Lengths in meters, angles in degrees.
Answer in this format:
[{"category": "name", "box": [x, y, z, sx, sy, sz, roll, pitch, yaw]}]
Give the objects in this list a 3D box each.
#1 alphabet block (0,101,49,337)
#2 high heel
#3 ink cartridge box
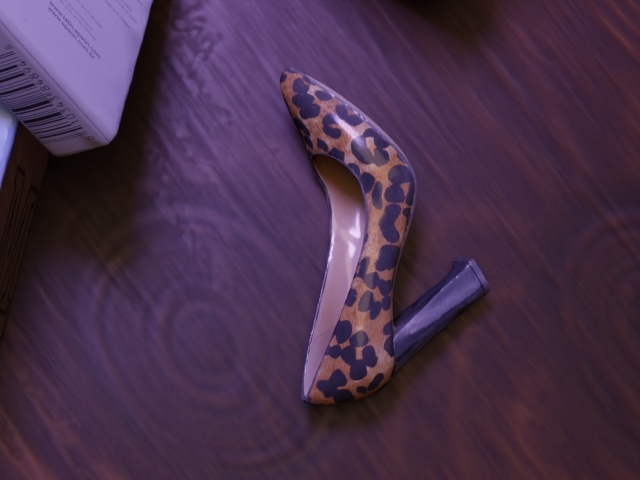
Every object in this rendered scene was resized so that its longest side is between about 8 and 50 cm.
[{"category": "alphabet block", "box": [-0.333, -0.029, 1.176, 0.192, 0.197, 0.193, 15, 80, -1]}, {"category": "high heel", "box": [0.000, 0.000, 1.245, 0.186, 0.093, 0.261, -39, 95, -15]}, {"category": "ink cartridge box", "box": [-0.231, -0.285, 1.093, 0.071, 0.324, 0.330, -15, 47, 26]}]
